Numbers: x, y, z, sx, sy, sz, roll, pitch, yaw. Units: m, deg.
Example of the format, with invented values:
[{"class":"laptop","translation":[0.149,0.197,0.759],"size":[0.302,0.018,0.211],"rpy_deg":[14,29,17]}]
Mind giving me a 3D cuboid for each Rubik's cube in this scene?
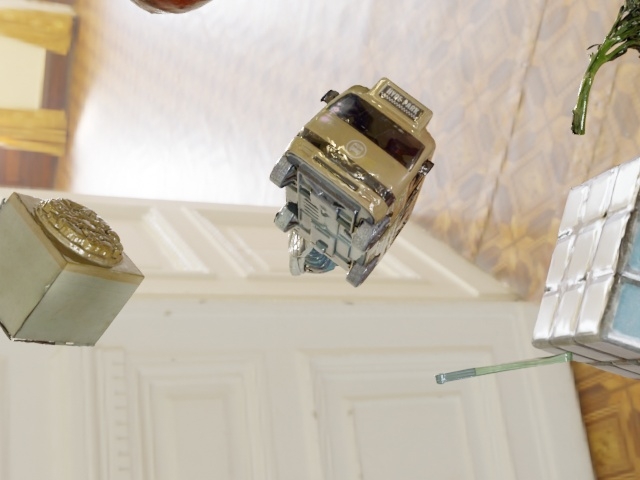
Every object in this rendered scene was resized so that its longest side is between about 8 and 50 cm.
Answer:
[{"class":"Rubik's cube","translation":[0.551,0.068,1.389],"size":[0.304,0.305,0.301],"rpy_deg":[119,168,-80]}]

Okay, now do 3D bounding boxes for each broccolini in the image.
[{"class":"broccolini","translation":[0.504,-0.289,1.512],"size":[0.271,0.123,0.062],"rpy_deg":[-63,20,-6]}]

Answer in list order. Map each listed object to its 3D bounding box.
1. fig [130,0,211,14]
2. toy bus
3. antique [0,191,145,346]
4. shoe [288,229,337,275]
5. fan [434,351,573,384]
[{"class":"fig","translation":[-0.236,-0.484,1.457],"size":[0.224,0.263,0.224],"rpy_deg":[19,130,23]},{"class":"toy bus","translation":[0.043,-0.060,1.019],"size":[0.157,0.139,0.289],"rpy_deg":[-50,-11,-13]},{"class":"antique","translation":[-0.330,0.033,1.098],"size":[0.148,0.152,0.146],"rpy_deg":[-50,63,12]},{"class":"shoe","translation":[0.000,0.000,1.499],"size":[0.207,0.106,0.091],"rpy_deg":[101,167,-69]},{"class":"fan","translation":[0.255,0.178,1.229],"size":[0.193,0.038,0.016],"rpy_deg":[-13,83,17]}]
